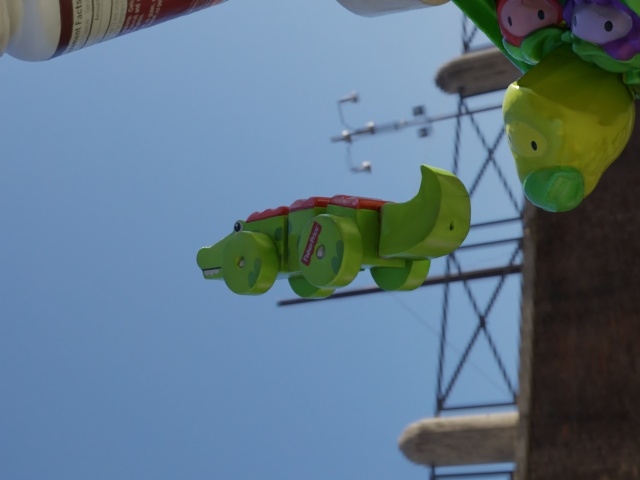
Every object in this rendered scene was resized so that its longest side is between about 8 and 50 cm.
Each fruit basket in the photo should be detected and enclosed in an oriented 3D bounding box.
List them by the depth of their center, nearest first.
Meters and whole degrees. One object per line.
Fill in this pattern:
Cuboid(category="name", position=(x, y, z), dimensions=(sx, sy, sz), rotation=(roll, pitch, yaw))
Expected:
Cuboid(category="fruit basket", position=(0.332, -0.241, 1.486), dimensions=(0.283, 0.392, 0.392), rotation=(38, -134, -29))

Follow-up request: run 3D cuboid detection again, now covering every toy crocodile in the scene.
Cuboid(category="toy crocodile", position=(0.000, 0.000, 1.070), dimensions=(0.115, 0.340, 0.105), rotation=(5, -99, -38))

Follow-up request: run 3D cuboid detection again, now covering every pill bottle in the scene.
Cuboid(category="pill bottle", position=(-0.295, -0.342, 1.315), dimensions=(0.392, 0.224, 0.224), rotation=(-26, -73, -32))

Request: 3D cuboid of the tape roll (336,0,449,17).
Cuboid(category="tape roll", position=(0.042, -0.384, 0.928), dimensions=(0.392, 0.072, 0.392), rotation=(-6, -90, -67))
